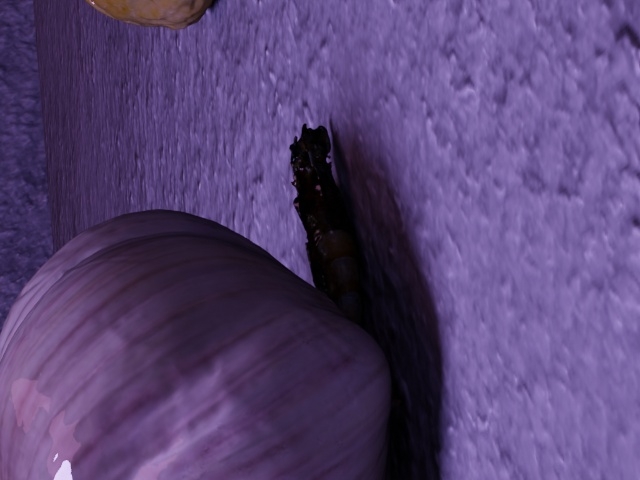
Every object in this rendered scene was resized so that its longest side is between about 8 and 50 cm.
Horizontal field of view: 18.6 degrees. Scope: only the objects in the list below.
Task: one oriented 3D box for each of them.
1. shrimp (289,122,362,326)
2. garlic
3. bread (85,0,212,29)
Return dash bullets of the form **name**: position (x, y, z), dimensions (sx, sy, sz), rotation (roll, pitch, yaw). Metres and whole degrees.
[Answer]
- **shrimp**: position (0.000, 0.000, 1.316), dimensions (0.091, 0.034, 0.161), rotation (110, 152, -62)
- **garlic**: position (-0.088, 0.129, 1.220), dimensions (0.317, 0.259, 0.317), rotation (53, 171, 12)
- **bread**: position (-0.164, -0.303, 1.737), dimensions (0.244, 0.134, 0.245), rotation (173, 90, -78)
